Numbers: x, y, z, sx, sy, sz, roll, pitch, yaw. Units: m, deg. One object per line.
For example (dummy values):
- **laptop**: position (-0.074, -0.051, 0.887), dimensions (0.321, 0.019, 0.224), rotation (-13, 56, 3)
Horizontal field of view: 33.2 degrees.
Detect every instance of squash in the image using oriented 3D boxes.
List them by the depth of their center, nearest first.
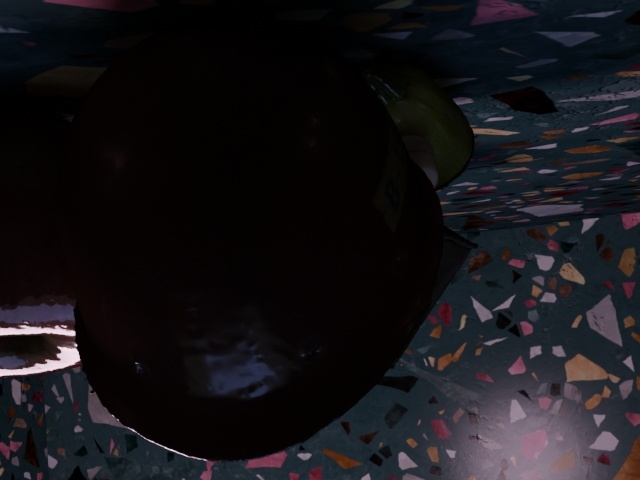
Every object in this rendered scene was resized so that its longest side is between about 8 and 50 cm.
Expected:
- **squash**: position (0.096, -0.123, 1.137), dimensions (0.137, 0.137, 0.287), rotation (-5, 172, 9)

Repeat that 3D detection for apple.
- **apple**: position (-0.339, 0.000, 1.180), dimensions (0.344, 0.269, 0.345), rotation (-6, 156, -3)

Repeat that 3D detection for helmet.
- **helmet**: position (-0.081, -0.047, 0.876), dimensions (0.337, 0.385, 0.230), rotation (-4, 135, 13)

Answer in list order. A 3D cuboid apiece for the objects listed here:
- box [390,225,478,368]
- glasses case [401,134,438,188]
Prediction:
- **box**: position (0.000, 0.000, 1.277), dimensions (0.297, 0.190, 0.225), rotation (33, -175, 17)
- **glasses case**: position (0.020, -0.057, 1.077), dimensions (0.196, 0.050, 0.083), rotation (-11, 154, -4)
